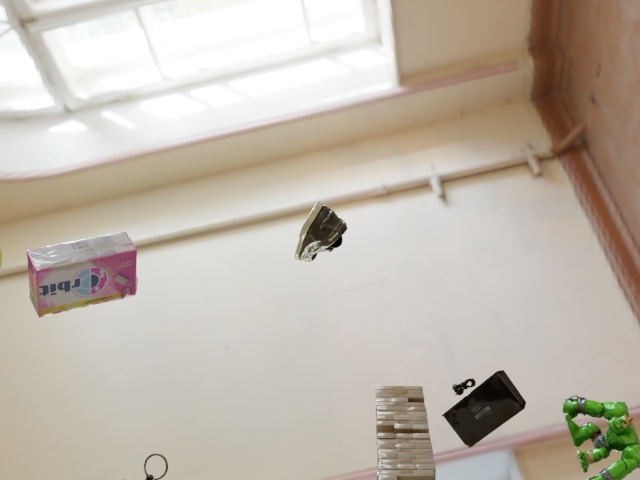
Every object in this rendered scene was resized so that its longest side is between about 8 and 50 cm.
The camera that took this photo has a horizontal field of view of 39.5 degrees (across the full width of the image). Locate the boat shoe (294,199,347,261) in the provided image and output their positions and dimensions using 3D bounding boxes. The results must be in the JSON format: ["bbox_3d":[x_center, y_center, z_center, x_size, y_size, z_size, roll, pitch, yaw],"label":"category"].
[{"bbox_3d":[0.000,0.000,1.694,0.084,0.079,0.233,-63,-1,-19],"label":"boat shoe"}]

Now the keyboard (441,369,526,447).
[{"bbox_3d":[0.287,0.294,1.610,0.108,0.023,0.180,52,135,14],"label":"keyboard"}]

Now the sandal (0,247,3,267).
[{"bbox_3d":[-0.709,0.073,1.609,0.126,0.317,0.138,46,146,-6],"label":"sandal"}]

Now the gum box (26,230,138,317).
[{"bbox_3d":[-0.414,0.057,1.573,0.062,0.188,0.107,50,142,41],"label":"gum box"}]

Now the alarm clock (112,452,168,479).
[{"bbox_3d":[-0.281,0.406,1.324,0.192,0.129,0.064,-62,-23,-8],"label":"alarm clock"}]

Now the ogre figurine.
[{"bbox_3d":[0.521,0.362,1.630,0.197,0.118,0.097,-84,-25,-66],"label":"ogre figurine"}]

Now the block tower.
[{"bbox_3d":[0.139,0.354,1.494,0.335,0.097,0.091,-75,-17,-74],"label":"block tower"}]
